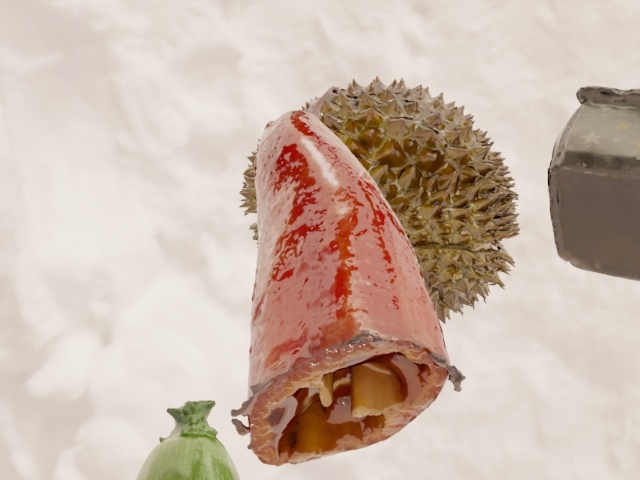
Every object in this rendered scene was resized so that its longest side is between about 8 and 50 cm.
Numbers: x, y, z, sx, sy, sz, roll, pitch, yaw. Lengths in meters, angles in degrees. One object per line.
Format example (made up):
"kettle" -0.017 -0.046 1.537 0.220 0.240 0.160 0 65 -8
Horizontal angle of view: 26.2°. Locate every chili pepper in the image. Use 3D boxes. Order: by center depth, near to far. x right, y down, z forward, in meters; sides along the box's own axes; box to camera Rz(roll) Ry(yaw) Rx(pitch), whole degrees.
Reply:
"chili pepper" -0.002 0.003 0.560 0.088 0.169 0.065 -30 133 20

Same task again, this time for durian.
"durian" 0.081 -0.051 1.882 0.384 0.348 0.348 12 117 -12

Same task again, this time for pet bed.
"pet bed" 0.350 -0.067 1.405 0.210 0.159 0.183 10 141 27

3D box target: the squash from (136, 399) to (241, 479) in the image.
"squash" -0.103 0.305 1.075 0.107 0.395 0.107 -2 148 -1
